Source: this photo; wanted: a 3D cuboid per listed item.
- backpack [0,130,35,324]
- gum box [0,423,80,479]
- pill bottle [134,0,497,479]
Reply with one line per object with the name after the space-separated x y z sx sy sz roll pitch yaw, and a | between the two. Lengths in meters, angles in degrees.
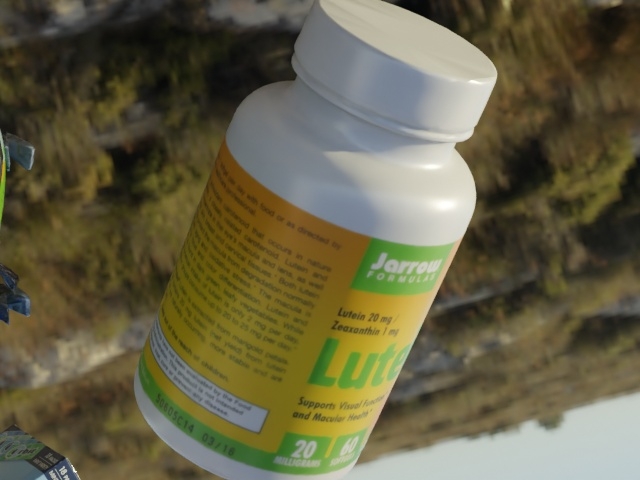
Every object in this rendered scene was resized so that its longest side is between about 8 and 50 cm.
-0.288 -0.011 0.738 0.290 0.273 0.355 -19 -156 -10 | backpack
-0.345 0.264 1.436 0.184 0.041 0.157 -35 -158 -23 | gum box
0.000 0.000 0.779 0.136 0.136 0.245 -5 126 -48 | pill bottle
